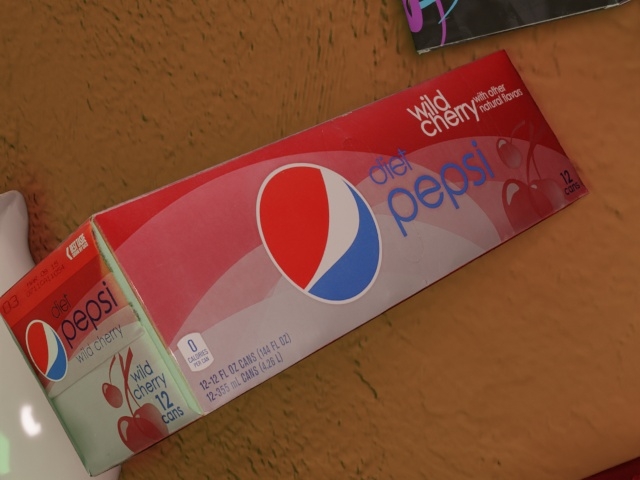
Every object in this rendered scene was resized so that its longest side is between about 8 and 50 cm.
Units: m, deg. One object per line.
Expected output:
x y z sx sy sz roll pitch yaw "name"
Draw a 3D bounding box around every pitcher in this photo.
-0.220 0.091 0.951 0.207 0.125 0.178 68 158 10 "pitcher"

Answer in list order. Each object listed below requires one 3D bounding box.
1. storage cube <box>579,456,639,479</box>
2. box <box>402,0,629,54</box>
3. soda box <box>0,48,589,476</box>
0.155 0.213 0.599 0.193 0.184 0.215 -35 85 47 "storage cube"
0.071 -0.173 0.606 0.116 0.029 0.162 -6 104 45 "box"
0.000 0.000 0.583 0.092 0.263 0.083 -34 85 46 "soda box"
